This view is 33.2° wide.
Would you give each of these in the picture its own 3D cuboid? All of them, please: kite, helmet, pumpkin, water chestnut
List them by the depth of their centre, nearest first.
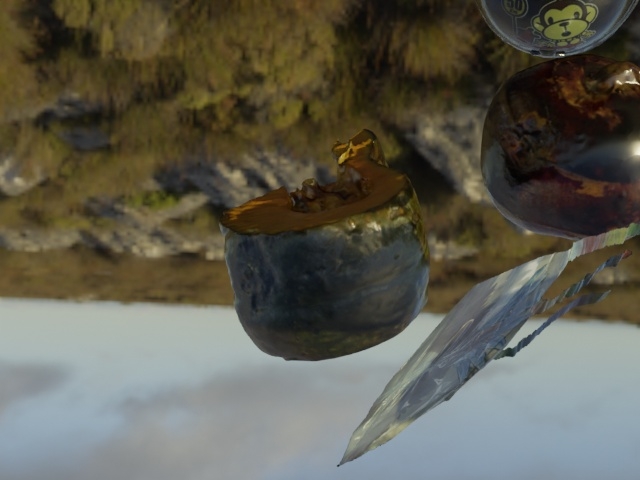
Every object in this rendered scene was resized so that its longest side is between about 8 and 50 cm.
[{"bbox_3d":[0.128,0.053,0.701,0.015,0.169,0.310,47,-144,22],"label":"kite"},{"bbox_3d":[0.000,0.001,1.048,0.190,0.139,0.280,-17,-160,-1],"label":"pumpkin"},{"bbox_3d":[0.287,-0.095,1.199,0.224,0.223,0.238,2,145,9],"label":"water chestnut"},{"bbox_3d":[0.303,-0.377,1.383,0.231,0.278,0.160,4,-171,14],"label":"helmet"}]
